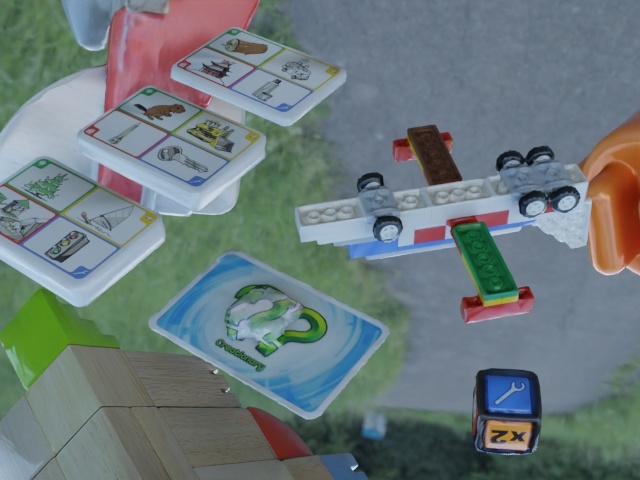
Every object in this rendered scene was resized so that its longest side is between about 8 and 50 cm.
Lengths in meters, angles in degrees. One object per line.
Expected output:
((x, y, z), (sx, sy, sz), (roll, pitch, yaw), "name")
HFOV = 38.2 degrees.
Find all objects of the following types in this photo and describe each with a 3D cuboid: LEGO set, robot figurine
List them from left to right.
((0.000, 0.000, 0.391), (0.244, 0.182, 0.060), (25, 140, 27), "LEGO set")
((0.277, -0.050, 0.666), (0.128, 0.219, 0.158), (51, 146, 6), "robot figurine")

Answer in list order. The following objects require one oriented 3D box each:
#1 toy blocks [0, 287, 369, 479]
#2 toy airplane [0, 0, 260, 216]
((-0.042, 0.216, 0.621), (0.381, 0.191, 0.261), (52, -162, 27), "toy blocks")
((-0.112, -0.202, 0.563), (0.272, 0.384, 0.386), (27, 134, -18), "toy airplane")
